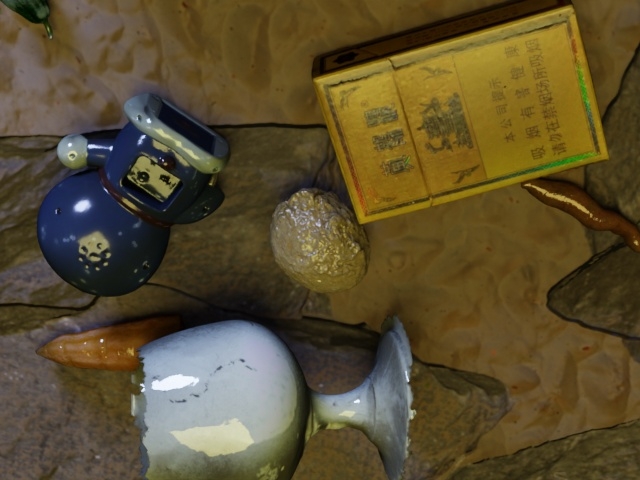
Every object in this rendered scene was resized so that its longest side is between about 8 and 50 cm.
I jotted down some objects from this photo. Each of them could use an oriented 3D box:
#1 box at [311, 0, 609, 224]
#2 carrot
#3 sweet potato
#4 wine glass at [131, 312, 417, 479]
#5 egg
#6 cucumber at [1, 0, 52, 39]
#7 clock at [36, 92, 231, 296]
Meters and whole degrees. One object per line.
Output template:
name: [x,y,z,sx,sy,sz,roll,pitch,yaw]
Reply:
box: [0.160,-0.152,1.607,0.301,0.084,0.192,-14,114,9]
carrot: [-0.267,0.133,1.780,0.205,0.072,0.072,-3,116,11]
sweet potato: [0.321,-0.034,1.682,0.179,0.044,0.044,26,114,-10]
wine glass: [-0.061,0.201,1.673,0.323,0.238,0.238,0,117,-12]
egg: [0.000,0.000,1.672,0.118,0.116,0.140,-27,117,39]
cucumber: [-0.371,-0.328,1.562,0.056,0.056,0.250,-31,110,16]
clock: [-0.230,-0.048,1.647,0.200,0.146,0.243,34,105,-18]
